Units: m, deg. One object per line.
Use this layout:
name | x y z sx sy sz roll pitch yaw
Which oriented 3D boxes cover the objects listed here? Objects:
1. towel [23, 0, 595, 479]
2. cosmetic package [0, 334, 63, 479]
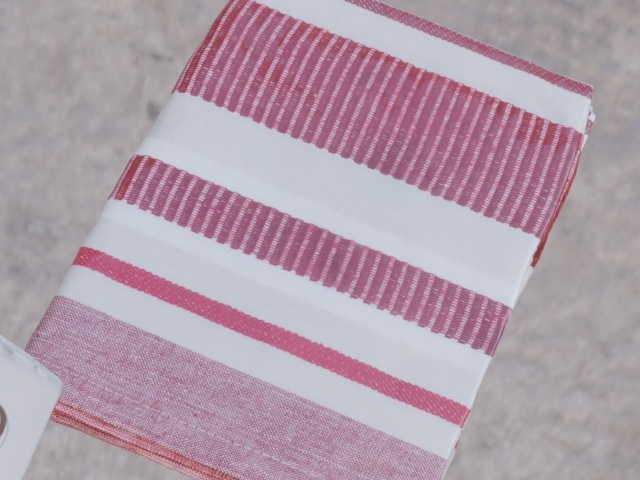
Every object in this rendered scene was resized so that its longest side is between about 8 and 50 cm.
towel | 0.000 0.000 1.103 0.237 0.037 0.329 23 60 6
cosmetic package | -0.236 0.156 0.464 0.155 0.197 0.366 39 66 -42
